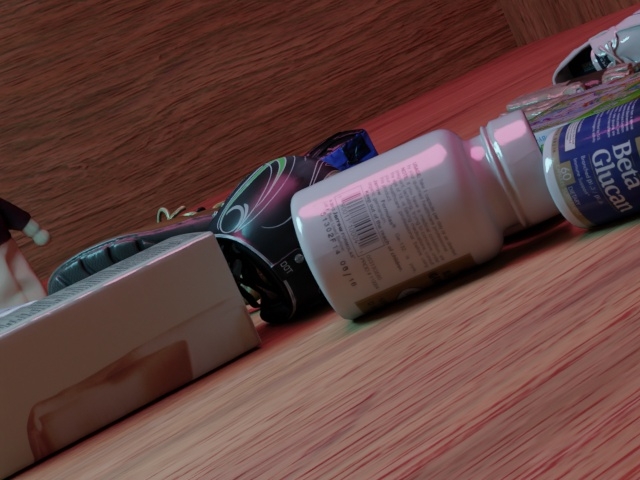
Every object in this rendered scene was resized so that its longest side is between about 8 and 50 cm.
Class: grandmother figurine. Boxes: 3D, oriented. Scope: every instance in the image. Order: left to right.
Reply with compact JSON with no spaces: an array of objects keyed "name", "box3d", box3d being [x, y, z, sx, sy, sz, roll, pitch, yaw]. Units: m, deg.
[{"name":"grandmother figurine","box3d":[-0.515,0.015,2.253,0.104,0.342,0.208,-18,8,41]}]

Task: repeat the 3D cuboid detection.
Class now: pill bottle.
[{"name":"pill bottle","box3d":[0.100,-0.028,1.349,0.229,0.131,0.131,-24,7,10]},{"name":"pill bottle","box3d":[0.284,-0.076,1.253,0.169,0.094,0.094,-20,8,35]}]

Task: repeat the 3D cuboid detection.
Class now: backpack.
[{"name":"backpack","box3d":[0.030,-0.123,2.466,0.120,0.101,0.098,-31,7,-22]}]

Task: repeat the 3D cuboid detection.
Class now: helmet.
[{"name":"helmet","box3d":[-0.026,-0.010,1.541,0.161,0.169,0.169,-46,16,-27]}]

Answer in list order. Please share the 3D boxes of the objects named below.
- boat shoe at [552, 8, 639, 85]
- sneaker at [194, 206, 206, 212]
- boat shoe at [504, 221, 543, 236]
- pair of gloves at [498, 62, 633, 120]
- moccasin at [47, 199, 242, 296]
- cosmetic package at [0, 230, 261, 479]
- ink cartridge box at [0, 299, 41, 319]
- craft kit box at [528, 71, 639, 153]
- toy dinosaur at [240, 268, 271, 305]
[{"name":"boat shoe","box3d":[0.477,-0.297,2.379,0.084,0.095,0.258,-33,0,-33]},{"name":"sneaker","box3d":[-0.154,0.000,2.081,0.234,0.097,0.084,-9,9,34]},{"name":"boat shoe","box3d":[0.153,-0.056,1.540,0.112,0.096,0.335,-25,7,-11]},{"name":"pair of gloves","box3d":[0.367,-0.206,2.207,0.204,0.042,0.240,-17,11,24]},{"name":"moccasin","box3d":[-0.162,0.018,1.879,0.380,0.139,0.147,-24,6,-3]},{"name":"cosmetic package","box3d":[-0.228,0.110,1.442,0.296,0.129,0.153,-26,8,-20]},{"name":"ink cartridge box","box3d":[-0.439,0.179,1.633,0.226,0.131,0.306,-28,9,-34]},{"name":"craft kit box","box3d":[0.344,-0.150,1.799,0.250,0.061,0.246,-17,12,47]},{"name":"toy dinosaur","box3d":[-0.168,0.089,1.696,0.268,0.064,0.118,-22,-7,36]}]
